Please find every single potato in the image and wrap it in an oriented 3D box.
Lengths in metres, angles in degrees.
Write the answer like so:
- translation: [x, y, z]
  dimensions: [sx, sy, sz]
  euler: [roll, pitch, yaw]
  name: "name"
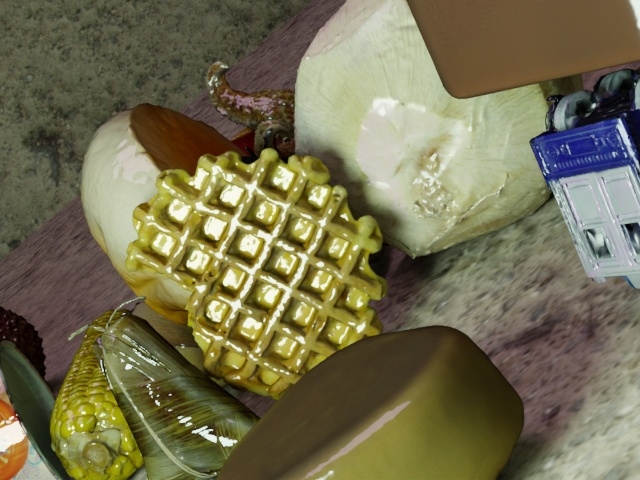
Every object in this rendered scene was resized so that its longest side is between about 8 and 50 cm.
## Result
- translation: [-0.139, 0.118, 1.686]
  dimensions: [0.164, 0.081, 0.200]
  euler: [5, 14, 0]
  name: "potato"

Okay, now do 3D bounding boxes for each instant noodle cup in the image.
- translation: [-0.397, 0.244, 1.640]
  dimensions: [0.231, 0.243, 0.243]
  euler: [-27, 14, 2]
  name: "instant noodle cup"

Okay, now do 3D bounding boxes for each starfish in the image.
- translation: [-0.001, -0.113, 1.737]
  dimensions: [0.113, 0.312, 0.303]
  euler: [-51, -14, 31]
  name: "starfish"

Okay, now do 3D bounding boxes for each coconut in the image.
- translation: [0.115, -0.135, 1.532]
  dimensions: [0.297, 0.297, 0.254]
  euler: [-26, 10, 33]
  name: "coconut"

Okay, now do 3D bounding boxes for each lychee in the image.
- translation: [-0.476, 0.178, 2.124]
  dimensions: [0.188, 0.188, 0.188]
  euler: [-33, 14, 9]
  name: "lychee"

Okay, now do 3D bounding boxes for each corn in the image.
- translation: [-0.230, 0.167, 1.697]
  dimensions: [0.120, 0.120, 0.363]
  euler: [-33, 15, 9]
  name: "corn"

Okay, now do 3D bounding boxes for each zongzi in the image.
- translation: [-0.120, 0.135, 1.409]
  dimensions: [0.184, 0.187, 0.084]
  euler: [-22, 7, 41]
  name: "zongzi"

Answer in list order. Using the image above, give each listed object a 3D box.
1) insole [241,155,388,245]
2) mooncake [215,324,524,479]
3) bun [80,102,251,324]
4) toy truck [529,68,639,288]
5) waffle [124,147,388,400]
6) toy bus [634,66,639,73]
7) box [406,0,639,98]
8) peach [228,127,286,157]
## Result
- translation: [0.014, -0.046, 1.612]
  dimensions: [0.007, 0.109, 0.322]
  euler: [-17, -11, 43]
  name: "insole"
- translation: [0.027, 0.166, 1.093]
  dimensions: [0.235, 0.117, 0.235]
  euler: [-35, 14, 11]
  name: "mooncake"
- translation: [-0.139, -0.001, 1.633]
  dimensions: [0.165, 0.299, 0.299]
  euler: [-51, 9, 18]
  name: "bun"
- translation: [0.309, -0.081, 1.179]
  dimensions: [0.268, 0.155, 0.124]
  euler: [-26, 8, -27]
  name: "toy truck"
- translation: [-0.060, 0.038, 1.449]
  dimensions: [0.249, 0.253, 0.056]
  euler: [-5, 10, 9]
  name: "waffle"
- translation: [0.380, -0.160, 1.353]
  dimensions: [0.265, 0.121, 0.120]
  euler: [-36, 5, -4]
  name: "toy bus"
- translation: [0.224, -0.271, 1.255]
  dimensions: [0.239, 0.229, 0.339]
  euler: [-26, 11, -28]
  name: "box"
- translation: [-0.147, -0.059, 2.174]
  dimensions: [0.267, 0.154, 0.159]
  euler: [-24, 7, 8]
  name: "peach"
